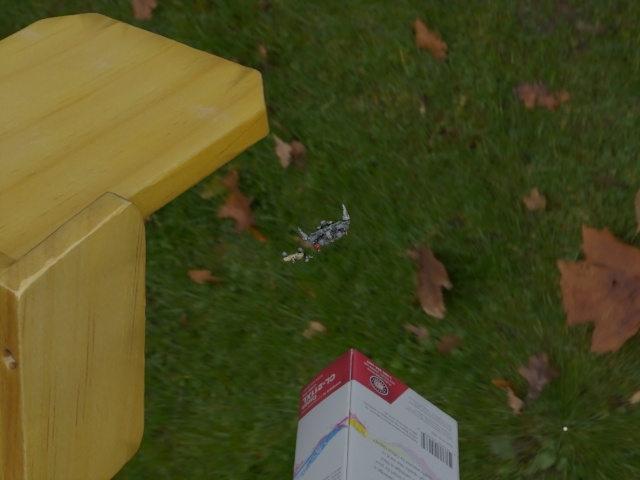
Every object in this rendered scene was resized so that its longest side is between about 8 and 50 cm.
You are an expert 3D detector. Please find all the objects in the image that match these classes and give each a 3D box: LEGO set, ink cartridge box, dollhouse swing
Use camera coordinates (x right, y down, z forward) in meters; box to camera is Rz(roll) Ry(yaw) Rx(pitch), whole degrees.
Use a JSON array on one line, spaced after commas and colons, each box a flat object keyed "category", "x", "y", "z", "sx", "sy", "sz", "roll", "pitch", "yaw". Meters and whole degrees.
[{"category": "LEGO set", "x": 0.001, "y": 0.000, "z": 1.167, "sx": 0.054, "sy": 0.083, "sz": 0.023, "roll": -11, "pitch": 63, "yaw": -27}, {"category": "ink cartridge box", "x": 0.045, "y": 0.195, "z": 1.058, "sx": 0.127, "sy": 0.175, "sz": 0.072, "roll": 37, "pitch": 122, "yaw": -22}, {"category": "dollhouse swing", "x": -0.234, "y": 0.008, "z": 1.108, "sx": 0.347, "sy": 0.305, "sz": 0.315, "roll": 23, "pitch": 122, "yaw": 36}]
